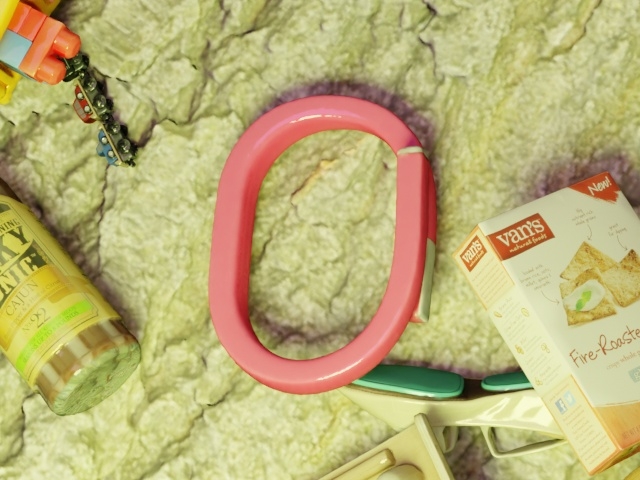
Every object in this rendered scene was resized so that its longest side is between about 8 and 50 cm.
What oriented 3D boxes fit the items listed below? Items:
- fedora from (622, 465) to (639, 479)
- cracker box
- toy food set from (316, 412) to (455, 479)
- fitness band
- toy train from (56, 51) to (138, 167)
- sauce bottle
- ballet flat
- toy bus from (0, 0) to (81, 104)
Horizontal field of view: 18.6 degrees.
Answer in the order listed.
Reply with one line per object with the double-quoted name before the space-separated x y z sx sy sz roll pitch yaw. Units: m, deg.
"fedora" 0.331 0.270 1.674 0.194 0.079 0.194 -1 80 8
"cracker box" 0.242 0.068 1.697 0.156 0.067 0.232 -22 71 -30
"toy food set" 0.015 0.316 1.710 0.306 0.092 0.219 -32 73 24
"fitness band" 0.000 0.000 1.790 0.209 0.054 0.291 -3 67 19
"toy train" -0.225 -0.134 1.913 0.036 0.027 0.158 -33 74 10
"sauce bottle" -0.314 0.013 1.867 0.111 0.111 0.344 -44 73 3
"ballet flat" 0.136 0.156 1.749 0.248 0.086 0.086 0 80 13
"toy bus" -0.314 -0.242 1.893 0.211 0.149 0.220 24 85 14
